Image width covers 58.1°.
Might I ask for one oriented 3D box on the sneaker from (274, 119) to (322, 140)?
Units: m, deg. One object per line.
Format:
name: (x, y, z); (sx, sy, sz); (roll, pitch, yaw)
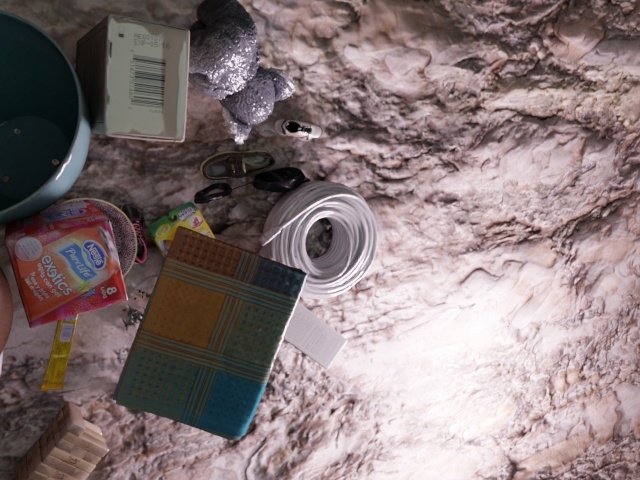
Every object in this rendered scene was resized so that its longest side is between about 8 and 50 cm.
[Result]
sneaker: (-0.041, -0.230, 1.204); (0.109, 0.043, 0.040); (-1, 99, -31)

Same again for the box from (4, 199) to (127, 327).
box: (-0.377, 0.021, 0.845); (0.128, 0.257, 0.123); (-16, 106, -25)

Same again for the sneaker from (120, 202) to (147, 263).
sneaker: (-0.342, -0.011, 1.070); (0.047, 0.057, 0.119); (-13, 106, -25)

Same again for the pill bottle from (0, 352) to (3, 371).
pill bottle: (-0.645, 0.216, 0.901); (0.245, 0.130, 0.130); (11, 95, -31)

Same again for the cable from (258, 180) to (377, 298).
cable: (0.000, 0.000, 1.250); (0.257, 0.089, 0.257); (-48, 120, -14)

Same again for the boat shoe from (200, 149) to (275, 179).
boat shoe: (-0.162, -0.153, 1.146); (0.152, 0.049, 0.056); (-18, 109, -25)

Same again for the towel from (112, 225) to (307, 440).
towel: (-0.212, 0.186, 1.113); (0.271, 0.040, 0.370); (21, 98, -7)

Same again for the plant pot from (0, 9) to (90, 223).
plant pot: (-0.461, -0.148, 0.825); (0.290, 0.195, 0.290); (1, 80, -5)

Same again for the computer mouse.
computer mouse: (-0.139, -0.102, 1.163); (0.242, 0.071, 0.041); (-16, 123, -24)

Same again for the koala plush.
koala plush: (-0.158, -0.298, 1.052); (0.196, 0.203, 0.221); (-47, 131, -13)

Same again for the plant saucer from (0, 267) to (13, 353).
plant saucer: (-0.625, 0.103, 0.850); (0.310, 0.050, 0.311); (14, 62, -29)

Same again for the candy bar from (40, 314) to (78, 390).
candy bar: (-0.477, 0.201, 1.059); (0.040, 0.018, 0.161); (12, 94, -35)

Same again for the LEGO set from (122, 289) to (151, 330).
LEGO set: (-0.354, 0.138, 1.113); (0.054, 0.023, 0.083); (8, 96, -31)

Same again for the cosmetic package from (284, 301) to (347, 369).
cosmetic package: (-0.062, 0.173, 1.234); (0.231, 0.117, 0.085); (39, 82, -28)

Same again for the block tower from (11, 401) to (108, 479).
block tower: (-0.528, 0.468, 1.045); (0.097, 0.091, 0.335); (42, 79, -30)

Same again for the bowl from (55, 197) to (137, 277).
bowl: (-0.417, 0.004, 1.015); (0.170, 0.080, 0.170); (-6, 104, -27)

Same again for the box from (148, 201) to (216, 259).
box: (-0.255, 0.019, 1.135); (0.105, 0.043, 0.179); (-35, 117, -18)

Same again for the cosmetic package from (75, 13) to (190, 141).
cosmetic package: (-0.304, -0.240, 0.896); (0.113, 0.309, 0.160); (0, 101, -29)
